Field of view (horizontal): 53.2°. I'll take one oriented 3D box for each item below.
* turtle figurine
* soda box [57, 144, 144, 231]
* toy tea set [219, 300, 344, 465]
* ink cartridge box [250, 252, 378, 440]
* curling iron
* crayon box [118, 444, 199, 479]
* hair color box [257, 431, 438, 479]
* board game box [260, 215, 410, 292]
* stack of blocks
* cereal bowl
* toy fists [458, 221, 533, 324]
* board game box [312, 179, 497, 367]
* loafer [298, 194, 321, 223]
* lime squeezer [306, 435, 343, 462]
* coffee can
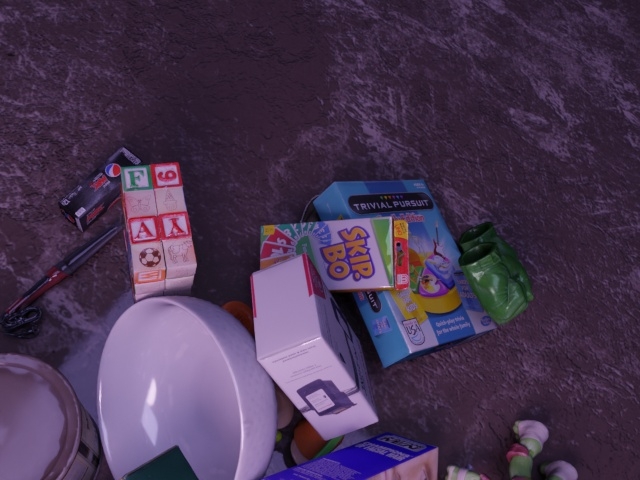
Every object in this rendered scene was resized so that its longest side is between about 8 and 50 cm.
[{"bbox_3d":[0.306,0.449,1.091,0.198,0.274,0.266,31,39,27],"label":"turtle figurine"},{"bbox_3d":[-0.408,-0.098,1.202,0.053,0.060,0.169,38,64,7],"label":"soda box"},{"bbox_3d":[-0.097,0.243,1.109,0.200,0.124,0.336,-1,58,-46],"label":"toy tea set"},{"bbox_3d":[-0.008,0.165,0.973,0.100,0.237,0.172,-22,41,9],"label":"ink cartridge box"},{"bbox_3d":[-0.451,0.066,1.130,0.068,0.035,0.274,38,64,2],"label":"curling iron"},{"bbox_3d":[-0.230,0.494,0.815,0.313,0.363,0.106,53,28,12],"label":"crayon box"},{"bbox_3d":[0.040,0.411,0.918,0.339,0.110,0.185,1,91,-51],"label":"hair color box"},{"bbox_3d":[0.022,0.028,1.100,0.259,0.039,0.124,-3,76,12],"label":"board game box"},{"bbox_3d":[-0.269,0.024,1.044,0.087,0.297,0.171,-7,68,-18],"label":"stack of blocks"},{"bbox_3d":[-0.187,0.248,0.965,0.141,0.339,0.339,3,59,-50],"label":"cereal bowl"},{"bbox_3d":[0.334,0.059,1.208,0.096,0.279,0.142,-26,98,17],"label":"toy fists"},{"bbox_3d":[0.161,0.046,1.203,0.254,0.079,0.336,-6,66,-41],"label":"board game box"},{"bbox_3d":[0.000,0.000,1.219,0.094,0.087,0.251,15,50,-6],"label":"loafer"},{"bbox_3d":[-0.016,0.436,1.027,0.110,0.059,0.310,5,88,-3],"label":"lime squeezer"},{"bbox_3d":[-0.425,0.290,0.898,0.202,0.275,0.201,5,64,-11],"label":"coffee can"}]
